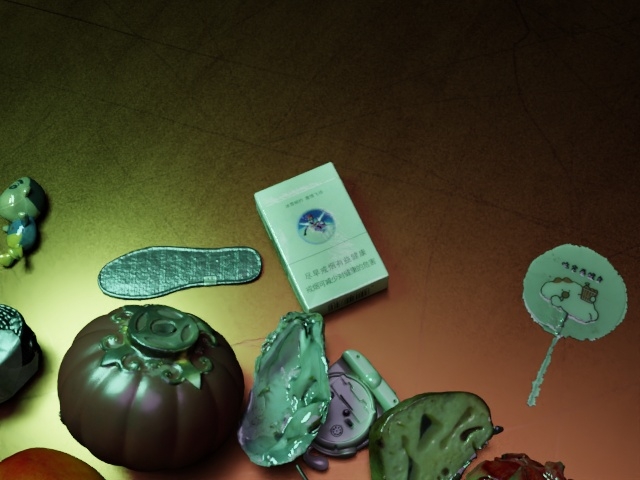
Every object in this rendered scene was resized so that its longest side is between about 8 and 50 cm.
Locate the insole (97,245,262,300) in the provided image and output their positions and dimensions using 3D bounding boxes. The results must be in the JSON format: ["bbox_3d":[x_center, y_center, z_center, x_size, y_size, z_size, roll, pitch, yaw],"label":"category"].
[{"bbox_3d":[-0.263,0.057,1.722,0.309,0.012,0.110,-3,64,2],"label":"insole"}]

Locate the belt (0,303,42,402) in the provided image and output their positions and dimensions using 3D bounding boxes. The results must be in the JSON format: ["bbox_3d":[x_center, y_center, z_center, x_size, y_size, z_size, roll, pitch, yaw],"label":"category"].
[{"bbox_3d":[-0.642,0.197,1.592,0.289,0.164,0.184,-7,60,-4],"label":"belt"}]

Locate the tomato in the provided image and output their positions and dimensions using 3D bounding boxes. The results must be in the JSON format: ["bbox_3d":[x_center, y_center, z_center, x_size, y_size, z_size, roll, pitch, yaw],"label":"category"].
[{"bbox_3d":[-0.446,0.449,1.448,0.259,0.180,0.260,-12,53,17],"label":"tomato"}]

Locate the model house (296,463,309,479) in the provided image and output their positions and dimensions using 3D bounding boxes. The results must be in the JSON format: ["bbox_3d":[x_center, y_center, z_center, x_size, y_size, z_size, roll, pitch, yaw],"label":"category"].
[{"bbox_3d":[-0.022,0.457,1.478,0.088,0.117,0.167,-35,72,-9],"label":"model house"}]

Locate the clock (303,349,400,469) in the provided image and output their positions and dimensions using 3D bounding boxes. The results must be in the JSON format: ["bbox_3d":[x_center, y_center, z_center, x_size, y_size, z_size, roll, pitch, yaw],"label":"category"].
[{"bbox_3d":[0.032,0.294,1.575,0.191,0.062,0.151,-36,69,-12],"label":"clock"}]

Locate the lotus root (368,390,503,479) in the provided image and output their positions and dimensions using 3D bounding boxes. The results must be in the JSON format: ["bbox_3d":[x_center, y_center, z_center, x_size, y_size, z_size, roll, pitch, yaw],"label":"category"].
[{"bbox_3d":[0.165,0.344,1.513,0.260,0.074,0.170,-38,97,-11],"label":"lotus root"}]

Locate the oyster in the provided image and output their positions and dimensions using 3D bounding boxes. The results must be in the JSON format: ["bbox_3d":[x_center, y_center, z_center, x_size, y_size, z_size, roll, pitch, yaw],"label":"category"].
[{"bbox_3d":[-0.059,0.242,1.534,0.199,0.087,0.252,-22,55,1],"label":"oyster"}]

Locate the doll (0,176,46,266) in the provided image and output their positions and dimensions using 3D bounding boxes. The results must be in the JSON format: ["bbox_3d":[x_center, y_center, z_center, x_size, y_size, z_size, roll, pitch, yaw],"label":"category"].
[{"bbox_3d":[-0.574,-0.045,1.744,0.088,0.102,0.179,27,57,-33],"label":"doll"}]

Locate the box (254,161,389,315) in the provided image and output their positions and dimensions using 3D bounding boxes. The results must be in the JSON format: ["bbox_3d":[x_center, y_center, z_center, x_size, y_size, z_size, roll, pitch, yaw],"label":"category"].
[{"bbox_3d":[0.000,0.000,1.704,0.164,0.069,0.257,-23,68,-8],"label":"box"}]

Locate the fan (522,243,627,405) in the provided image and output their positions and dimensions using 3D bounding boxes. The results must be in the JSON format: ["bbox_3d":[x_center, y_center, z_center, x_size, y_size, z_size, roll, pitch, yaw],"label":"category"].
[{"bbox_3d":[0.434,0.151,1.651,0.190,0.009,0.329,25,69,12],"label":"fan"}]

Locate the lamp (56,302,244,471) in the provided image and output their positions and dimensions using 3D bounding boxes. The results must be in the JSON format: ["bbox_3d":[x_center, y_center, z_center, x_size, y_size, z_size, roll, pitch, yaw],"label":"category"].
[{"bbox_3d":[-0.274,0.238,1.500,0.303,0.257,0.303,12,30,-7],"label":"lamp"}]

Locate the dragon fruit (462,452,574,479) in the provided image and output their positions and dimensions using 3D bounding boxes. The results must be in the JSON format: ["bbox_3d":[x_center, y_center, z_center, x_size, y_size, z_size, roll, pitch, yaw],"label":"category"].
[{"bbox_3d":[0.283,0.457,1.427,0.293,0.234,0.234,-30,67,11],"label":"dragon fruit"}]
